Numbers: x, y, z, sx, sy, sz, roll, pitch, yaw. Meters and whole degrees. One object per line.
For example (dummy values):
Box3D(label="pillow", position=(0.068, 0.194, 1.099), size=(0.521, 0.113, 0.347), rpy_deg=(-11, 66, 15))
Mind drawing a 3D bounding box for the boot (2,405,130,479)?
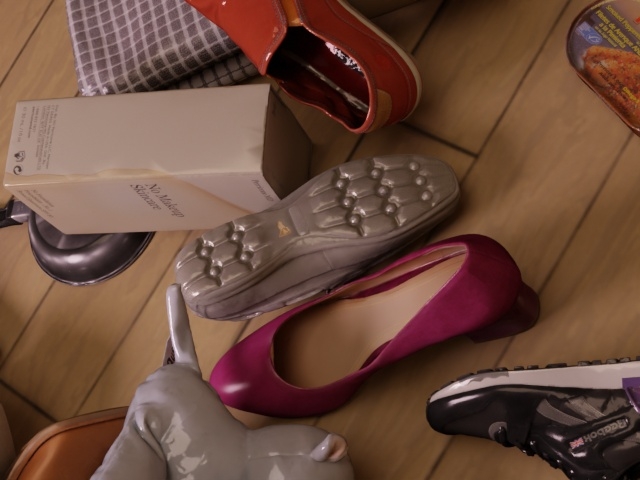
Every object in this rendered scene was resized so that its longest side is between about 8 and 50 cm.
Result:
Box3D(label="boot", position=(-0.275, 0.314, 1.372), size=(0.283, 0.109, 0.220), rpy_deg=(-24, 83, -29))

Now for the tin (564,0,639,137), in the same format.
Box3D(label="tin", position=(0.333, -0.178, 1.327), size=(0.106, 0.040, 0.189), rpy_deg=(-43, 56, 11))

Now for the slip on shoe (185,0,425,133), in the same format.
Box3D(label="slip on shoe", position=(-0.042, -0.228, 1.380), size=(0.331, 0.101, 0.123), rpy_deg=(37, 131, 10))

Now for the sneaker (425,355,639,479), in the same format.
Box3D(label="sneaker", position=(0.231, 0.180, 1.191), size=(0.283, 0.107, 0.124), rpy_deg=(-9, 71, 25))

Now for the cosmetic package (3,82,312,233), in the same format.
Box3D(label="cosmetic package", position=(-0.181, -0.088, 1.462), size=(0.310, 0.160, 0.113), rpy_deg=(-1, 69, 18))

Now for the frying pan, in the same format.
Box3D(label="frying pan", position=(-0.339, -0.060, 1.636), size=(0.326, 0.053, 0.197), rpy_deg=(21, 80, 30))

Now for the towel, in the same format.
Box3D(label="towel", position=(-0.203, -0.300, 1.617), size=(0.235, 0.121, 0.283), rpy_deg=(-25, 59, 16))

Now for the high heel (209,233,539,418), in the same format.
Box3D(label="high heel", position=(0.022, 0.078, 1.295), size=(0.377, 0.181, 0.127), rpy_deg=(-22, 61, 19))

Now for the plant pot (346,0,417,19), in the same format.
Box3D(label="plant pot", position=(0.033, -0.352, 1.458), size=(0.274, 0.256, 0.256), rpy_deg=(-31, 57, 31))

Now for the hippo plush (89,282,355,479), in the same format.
Box3D(label="hippo plush", position=(-0.090, 0.250, 1.289), size=(0.237, 0.234, 0.294), rpy_deg=(16, 55, 5))

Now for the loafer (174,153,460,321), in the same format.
Box3D(label="loafer", position=(0.000, 0.000, 1.388), size=(0.320, 0.111, 0.112), rpy_deg=(-20, 60, 4))

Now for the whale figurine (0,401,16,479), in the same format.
Box3D(label="whale figurine", position=(-0.473, 0.230, 1.500), size=(0.272, 0.141, 0.216), rpy_deg=(4, 111, 45))
